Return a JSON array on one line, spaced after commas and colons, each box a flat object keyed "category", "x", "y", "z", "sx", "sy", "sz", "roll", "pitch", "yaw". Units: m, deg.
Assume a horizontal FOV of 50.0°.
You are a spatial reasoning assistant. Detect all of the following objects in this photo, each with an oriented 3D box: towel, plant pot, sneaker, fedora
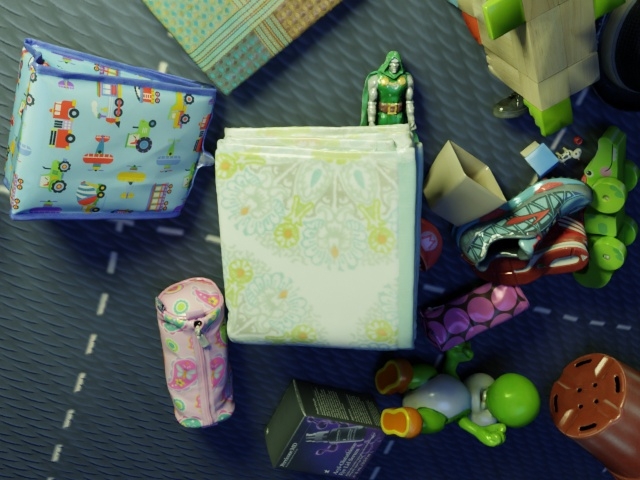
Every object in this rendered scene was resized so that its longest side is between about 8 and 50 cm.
[{"category": "towel", "x": -0.145, "y": -0.415, "z": 0.929, "sx": 0.271, "sy": 0.040, "sz": 0.370, "roll": -38, "pitch": 125, "yaw": 6}, {"category": "plant pot", "x": 0.684, "y": 0.401, "z": 1.558, "sx": 0.265, "sy": 0.272, "sz": 0.272, "roll": 32, "pitch": 107, "yaw": -21}, {"category": "towel", "x": 0.000, "y": 0.000, "z": 1.105, "sx": 0.320, "sy": 0.090, "sz": 0.374, "roll": 2, "pitch": 109, "yaw": 11}, {"category": "sneaker", "x": 0.407, "y": 0.011, "z": 1.335, "sx": 0.221, "sy": 0.128, "sz": 0.087, "roll": -5, "pitch": 128, "yaw": 27}, {"category": "sneaker", "x": 0.380, "y": -0.018, "z": 1.255, "sx": 0.262, "sy": 0.125, "sz": 0.104, "roll": -24, "pitch": 141, "yaw": 12}, {"category": "plant pot", "x": 0.243, "y": -0.090, "z": 1.209, "sx": 0.109, "sy": 0.109, "sz": 0.096, "roll": 27, "pitch": 121, "yaw": -29}, {"category": "fedora", "x": 0.616, "y": -0.346, "z": 1.134, "sx": 0.334, "sy": 0.152, "sz": 0.334, "roll": -7, "pitch": 121, "yaw": -12}, {"category": "sneaker", "x": 0.369, "y": -0.271, "z": 1.169, "sx": 0.170, "sy": 0.051, "sz": 0.089, "roll": -17, "pitch": 123, "yaw": -12}]

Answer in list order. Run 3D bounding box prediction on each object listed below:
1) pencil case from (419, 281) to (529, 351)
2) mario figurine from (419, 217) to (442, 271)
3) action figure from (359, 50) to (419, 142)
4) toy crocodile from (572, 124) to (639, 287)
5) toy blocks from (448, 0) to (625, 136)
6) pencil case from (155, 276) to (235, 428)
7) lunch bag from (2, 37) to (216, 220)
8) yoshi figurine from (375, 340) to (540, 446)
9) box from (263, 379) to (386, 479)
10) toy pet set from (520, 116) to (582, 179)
[{"category": "pencil case", "x": 0.305, "y": 0.139, "z": 1.376, "sx": 0.209, "sy": 0.095, "sz": 0.098, "roll": -27, "pitch": 91, "yaw": -2}, {"category": "mario figurine", "x": 0.068, "y": 0.068, "z": 1.203, "sx": 0.320, "sy": 0.170, "sz": 0.198, "roll": -31, "pitch": 150, "yaw": 10}, {"category": "action figure", "x": 0.113, "y": -0.195, "z": 1.132, "sx": 0.137, "sy": 0.063, "sz": 0.232, "roll": -6, "pitch": 118, "yaw": -10}, {"category": "toy crocodile", "x": 0.546, "y": -0.056, "z": 1.325, "sx": 0.115, "sy": 0.105, "sz": 0.340, "roll": -46, "pitch": 134, "yaw": -39}, {"category": "toy blocks", "x": 0.258, "y": -0.371, "z": 0.962, "sx": 0.190, "sy": 0.261, "sz": 0.381, "roll": -29, "pitch": 131, "yaw": -1}, {"category": "pencil case", "x": -0.221, "y": 0.207, "z": 1.236, "sx": 0.124, "sy": 0.124, "sz": 0.284, "roll": -7, "pitch": 123, "yaw": -13}, {"category": "lunch bag", "x": -0.291, "y": -0.142, "z": 1.011, "sx": 0.293, "sy": 0.138, "sz": 0.221, "roll": 5, "pitch": 117, "yaw": -32}, {"category": "yoshi figurine", "x": 0.310, "y": 0.325, "z": 1.426, "sx": 0.362, "sy": 0.203, "sz": 0.203, "roll": 8, "pitch": 108, "yaw": -28}, {"category": "box", "x": 0.010, "y": 0.395, "z": 1.426, "sx": 0.207, "sy": 0.108, "sz": 0.153, "roll": 16, "pitch": 115, "yaw": -25}, {"category": "toy pet set", "x": 0.419, "y": -0.173, "z": 1.231, "sx": 0.114, "sy": 0.065, "sz": 0.122, "roll": -40, "pitch": 123, "yaw": 9}]
